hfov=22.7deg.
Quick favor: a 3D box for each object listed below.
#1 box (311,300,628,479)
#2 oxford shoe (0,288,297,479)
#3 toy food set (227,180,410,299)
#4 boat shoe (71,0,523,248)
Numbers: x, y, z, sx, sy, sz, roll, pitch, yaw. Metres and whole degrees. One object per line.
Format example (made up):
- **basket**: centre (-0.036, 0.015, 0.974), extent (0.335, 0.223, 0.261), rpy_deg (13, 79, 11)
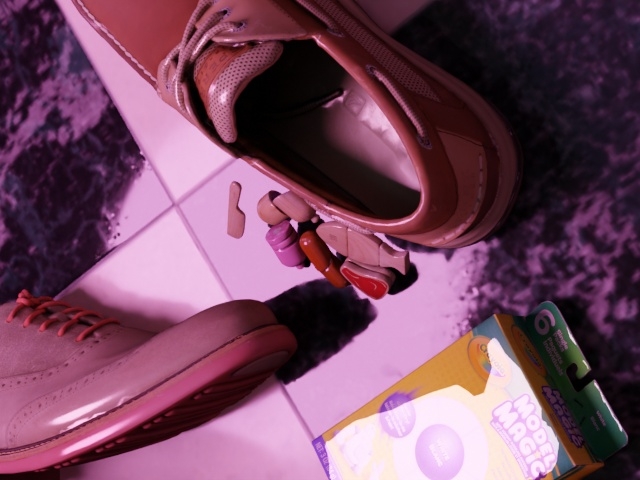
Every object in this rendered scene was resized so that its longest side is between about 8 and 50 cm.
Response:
- **box**: centre (0.087, 0.121, 0.949), extent (0.179, 0.043, 0.105), rpy_deg (-38, 66, 25)
- **oxford shoe**: centre (-0.174, 0.088, 1.056), extent (0.348, 0.123, 0.130), rpy_deg (-22, 80, 28)
- **toy food set**: centre (0.000, 0.000, 0.990), extent (0.122, 0.019, 0.078), rpy_deg (26, 146, 12)
- **boat shoe**: centre (-0.030, -0.104, 0.951), extent (0.324, 0.120, 0.122), rpy_deg (32, 110, 22)
